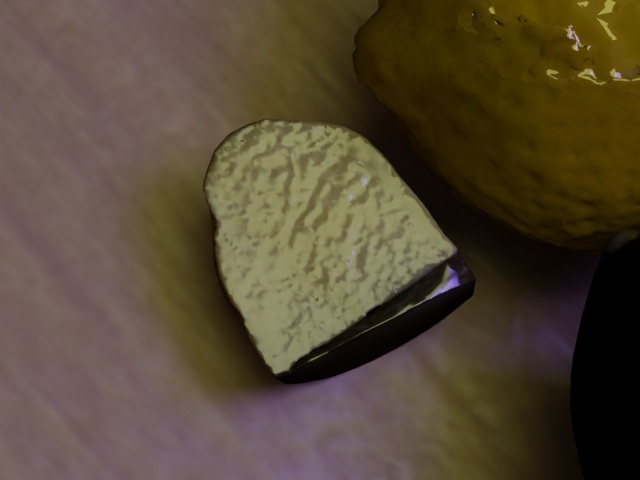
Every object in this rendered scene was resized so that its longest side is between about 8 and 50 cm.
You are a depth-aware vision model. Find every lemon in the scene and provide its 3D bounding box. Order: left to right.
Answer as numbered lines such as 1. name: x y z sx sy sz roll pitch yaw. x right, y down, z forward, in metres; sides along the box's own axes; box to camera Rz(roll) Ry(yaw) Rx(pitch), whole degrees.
1. lemon: 0.139 -0.096 0.694 0.260 0.204 0.204 -17 75 -13

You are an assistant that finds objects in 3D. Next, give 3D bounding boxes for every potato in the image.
1. potato: 0.000 0.000 0.698 0.096 0.066 0.103 -25 78 -9

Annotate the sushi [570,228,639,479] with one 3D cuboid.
1. sushi: 0.210 0.098 0.617 0.213 0.200 0.204 -15 53 19
